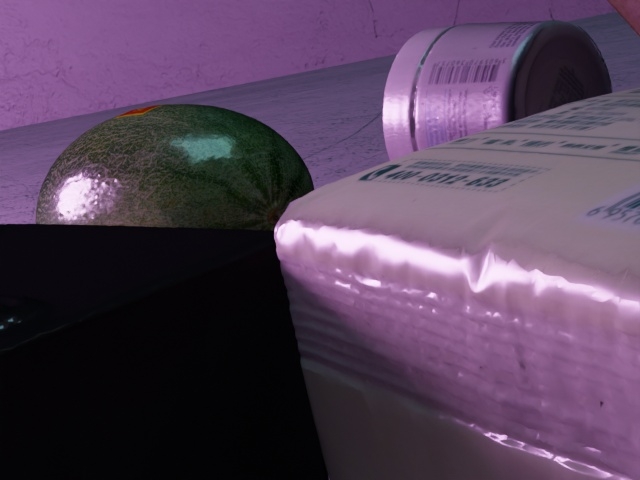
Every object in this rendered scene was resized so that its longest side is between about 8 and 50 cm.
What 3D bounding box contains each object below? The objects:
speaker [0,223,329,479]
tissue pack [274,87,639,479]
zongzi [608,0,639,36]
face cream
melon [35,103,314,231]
[{"bbox_3d":[-0.163,0.096,0.973,0.254,0.184,0.232,2,17,43],"label":"speaker"},{"bbox_3d":[0.191,0.048,0.820,0.297,0.207,0.380,-17,12,-21],"label":"tissue pack"},{"bbox_3d":[0.376,-0.202,1.329,0.467,0.218,0.500,33,-15,-25],"label":"zongzi"},{"bbox_3d":[0.170,-0.117,1.782,0.153,0.177,0.177,1,15,40],"label":"face cream"},{"bbox_3d":[-0.128,-0.021,1.557,0.288,0.182,0.182,-2,13,41],"label":"melon"}]
